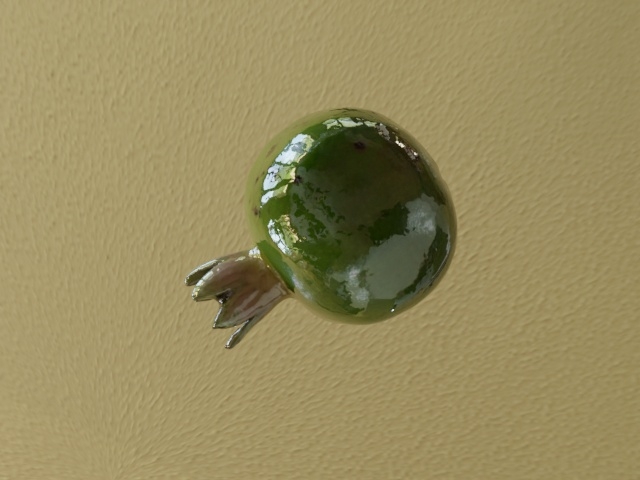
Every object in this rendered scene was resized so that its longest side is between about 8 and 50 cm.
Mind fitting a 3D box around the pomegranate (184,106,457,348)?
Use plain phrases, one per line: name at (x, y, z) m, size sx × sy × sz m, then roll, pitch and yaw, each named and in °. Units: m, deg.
pomegranate at (-0.001, -0.002, 1.045) m, size 0.225 × 0.187 × 0.187 m, roll -35°, pitch -93°, yaw -4°
